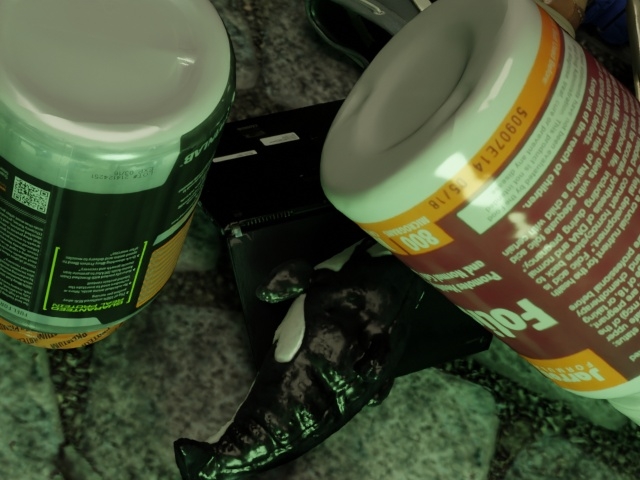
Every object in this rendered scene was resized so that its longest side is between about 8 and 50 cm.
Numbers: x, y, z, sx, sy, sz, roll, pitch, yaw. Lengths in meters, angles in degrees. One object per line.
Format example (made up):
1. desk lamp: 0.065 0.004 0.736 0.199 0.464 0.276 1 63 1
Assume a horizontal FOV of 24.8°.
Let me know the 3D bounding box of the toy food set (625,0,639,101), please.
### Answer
1. toy food set: 0.456 -0.140 1.473 0.306 0.092 0.219 -1 78 -19

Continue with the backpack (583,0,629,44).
1. backpack: 0.312 -0.269 1.549 0.101 0.098 0.120 -31 84 -26

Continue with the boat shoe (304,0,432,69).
1. boat shoe: 0.093 -0.141 1.384 0.099 0.116 0.319 -17 59 -28

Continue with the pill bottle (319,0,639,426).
1. pill bottle: 0.210 -0.010 1.201 0.392 0.224 0.224 38 51 -24

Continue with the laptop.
1. laptop: 0.000 0.000 1.325 0.234 0.136 0.264 -14 38 -26

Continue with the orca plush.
1. orca plush: 0.003 0.094 1.171 0.287 0.102 0.151 -32 103 -30

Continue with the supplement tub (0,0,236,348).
1. supplement tub: -0.186 -0.055 1.114 0.194 0.316 0.193 9 55 -13

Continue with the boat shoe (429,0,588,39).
1. boat shoe: 0.133 -0.305 1.486 0.324 0.123 0.116 33 76 -7
